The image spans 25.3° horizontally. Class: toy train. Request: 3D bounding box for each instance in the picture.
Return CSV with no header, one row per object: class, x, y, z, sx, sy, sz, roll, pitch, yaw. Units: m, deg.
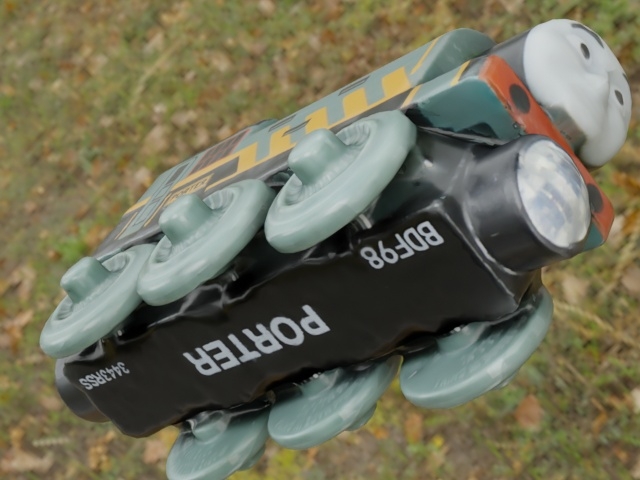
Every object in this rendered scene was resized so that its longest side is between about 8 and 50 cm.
toy train,0.000,0.000,0.695,0.334,0.142,0.190,-25,24,43
